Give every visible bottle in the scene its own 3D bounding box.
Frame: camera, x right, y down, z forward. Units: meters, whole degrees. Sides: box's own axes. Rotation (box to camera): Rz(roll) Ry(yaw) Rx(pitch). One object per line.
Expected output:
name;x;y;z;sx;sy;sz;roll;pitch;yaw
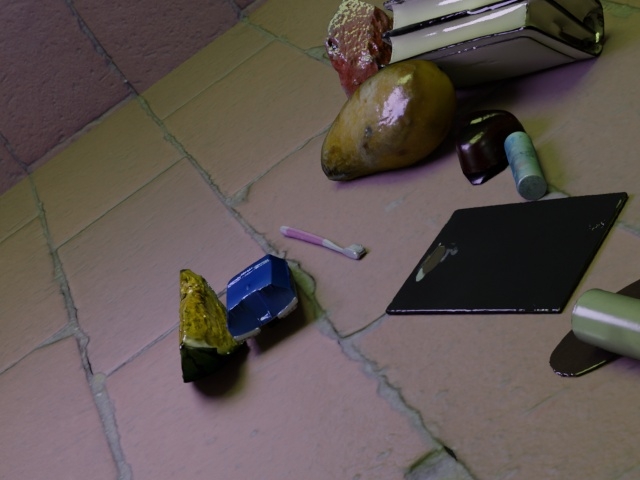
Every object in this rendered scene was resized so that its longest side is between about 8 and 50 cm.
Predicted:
bottle;0.387;0.109;1.315;0.072;0.072;0.201;-44;29;-18

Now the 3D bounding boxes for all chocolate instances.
chocolate;0.283;-0.173;1.940;0.125;0.080;0.148;-21;27;29

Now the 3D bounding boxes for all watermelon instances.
watermelon;0.117;-0.369;2.285;0.140;0.256;0.193;6;54;55
watermelon;-0.206;0.152;1.908;0.123;0.129;0.301;-30;20;4

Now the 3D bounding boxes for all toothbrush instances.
toothbrush;0.000;0.000;2.054;0.025;0.020;0.286;-35;24;-21

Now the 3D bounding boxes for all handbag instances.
handbag;0.313;-0.386;2.107;0.359;0.237;0.160;-7;71;44

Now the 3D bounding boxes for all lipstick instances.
lipstick;0.328;-0.121;1.828;0.048;0.048;0.158;-27;26;16

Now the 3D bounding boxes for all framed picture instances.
framed picture;0.271;0.022;1.692;0.324;0.013;0.244;-5;38;48

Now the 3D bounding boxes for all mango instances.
mango;0.124;-0.217;2.125;0.176;0.175;0.329;-48;10;-32

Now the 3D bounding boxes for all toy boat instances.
toy boat;-0.102;0.084;1.969;0.129;0.088;0.295;-34;14;4

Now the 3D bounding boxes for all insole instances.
insole;0.424;0.068;1.427;0.328;0.007;0.111;-34;26;1
